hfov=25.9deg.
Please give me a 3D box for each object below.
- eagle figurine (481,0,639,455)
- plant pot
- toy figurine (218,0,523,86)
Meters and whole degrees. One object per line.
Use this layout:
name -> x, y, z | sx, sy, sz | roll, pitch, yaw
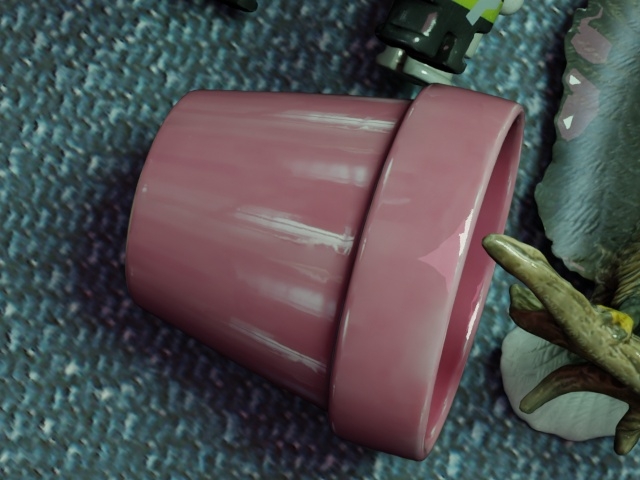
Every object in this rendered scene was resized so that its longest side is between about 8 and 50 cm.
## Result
eagle figurine -> 0.234, -0.019, 0.800 | 0.225, 0.226, 0.298 | 10, 51, 28
plant pot -> 0.000, 0.000, 0.763 | 0.180, 0.201, 0.201 | 16, 81, 11
toy figurine -> 0.021, -0.187, 0.763 | 0.209, 0.213, 0.148 | 24, 92, 5
